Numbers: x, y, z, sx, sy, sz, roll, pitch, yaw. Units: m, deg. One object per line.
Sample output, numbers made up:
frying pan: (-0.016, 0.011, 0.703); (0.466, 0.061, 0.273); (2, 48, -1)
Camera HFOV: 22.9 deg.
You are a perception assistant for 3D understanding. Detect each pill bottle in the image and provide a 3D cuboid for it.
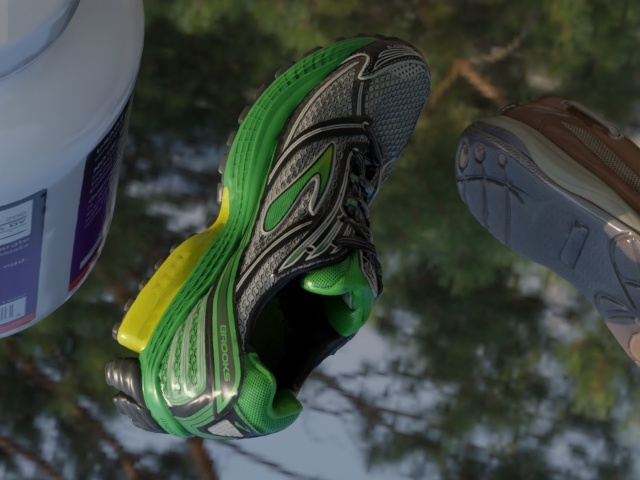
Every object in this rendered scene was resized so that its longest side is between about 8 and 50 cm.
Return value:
pill bottle: (-0.181, -0.073, 0.758); (0.181, 0.181, 0.323); (13, 158, -7)

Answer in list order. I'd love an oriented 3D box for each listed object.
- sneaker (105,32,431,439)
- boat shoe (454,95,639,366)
sneaker: (0.000, 0.000, 1.109); (0.146, 0.343, 0.134); (9, 150, 36)
boat shoe: (0.247, 0.002, 1.148); (0.324, 0.116, 0.123); (44, 147, 16)
